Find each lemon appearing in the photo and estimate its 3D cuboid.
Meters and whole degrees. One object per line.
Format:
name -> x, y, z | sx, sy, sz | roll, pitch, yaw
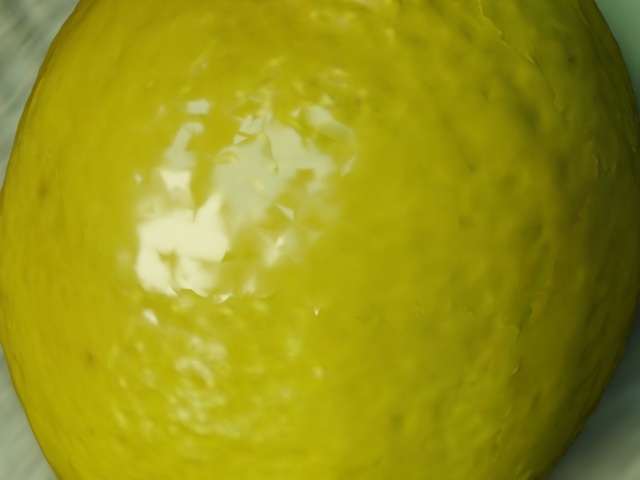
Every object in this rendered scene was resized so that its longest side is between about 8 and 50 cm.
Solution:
lemon -> -0.001, 0.004, 0.492 | 0.263, 0.236, 0.236 | 131, 129, -59

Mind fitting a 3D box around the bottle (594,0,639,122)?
bottle -> 0.146, -0.084, 0.517 | 0.104, 0.104, 0.245 | -40, 65, 13
